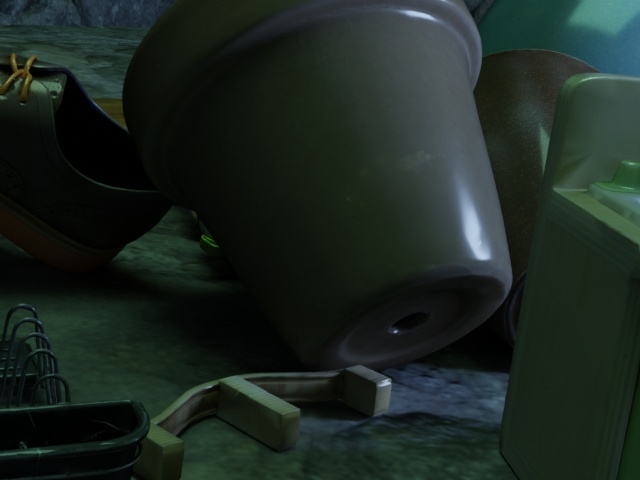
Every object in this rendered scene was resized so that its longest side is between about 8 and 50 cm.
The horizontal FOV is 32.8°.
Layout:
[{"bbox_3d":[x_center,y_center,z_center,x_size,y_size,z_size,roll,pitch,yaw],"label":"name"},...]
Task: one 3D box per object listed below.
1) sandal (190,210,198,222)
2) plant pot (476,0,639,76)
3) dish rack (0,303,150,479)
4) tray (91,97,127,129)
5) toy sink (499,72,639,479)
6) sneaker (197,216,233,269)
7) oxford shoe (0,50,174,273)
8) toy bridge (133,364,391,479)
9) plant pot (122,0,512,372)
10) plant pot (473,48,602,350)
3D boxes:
[{"bbox_3d":[-0.128,-0.066,1.124,0.088,0.079,0.240,42,21,-25],"label":"sandal"},{"bbox_3d":[0.235,-0.093,1.084,0.290,0.290,0.195,19,56,38],"label":"plant pot"},{"bbox_3d":[-0.220,0.081,0.555,0.208,0.074,0.271,0,16,-24],"label":"dish rack"},{"bbox_3d":[-0.299,-0.109,1.202,0.411,0.076,0.203,-6,20,-35],"label":"tray"},{"bbox_3d":[0.204,0.039,0.588,0.153,0.234,0.131,4,15,-12],"label":"toy sink"},{"bbox_3d":[0.000,0.000,0.980,0.235,0.084,0.097,-1,41,-22],"label":"sneaker"},{"bbox_3d":[-0.259,-0.112,0.800,0.364,0.133,0.130,33,41,-35],"label":"oxford shoe"},{"bbox_3d":[-0.039,0.101,0.648,0.063,0.026,0.188,19,19,41],"label":"toy bridge"},{"bbox_3d":[0.018,-0.037,0.751,0.263,0.263,0.229,-4,60,-34],"label":"plant pot"},{"bbox_3d":[0.176,-0.009,0.859,0.215,0.215,0.230,5,30,-7],"label":"plant pot"}]
